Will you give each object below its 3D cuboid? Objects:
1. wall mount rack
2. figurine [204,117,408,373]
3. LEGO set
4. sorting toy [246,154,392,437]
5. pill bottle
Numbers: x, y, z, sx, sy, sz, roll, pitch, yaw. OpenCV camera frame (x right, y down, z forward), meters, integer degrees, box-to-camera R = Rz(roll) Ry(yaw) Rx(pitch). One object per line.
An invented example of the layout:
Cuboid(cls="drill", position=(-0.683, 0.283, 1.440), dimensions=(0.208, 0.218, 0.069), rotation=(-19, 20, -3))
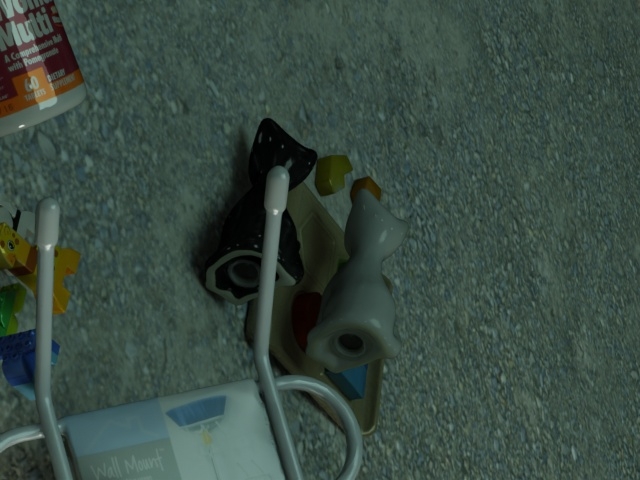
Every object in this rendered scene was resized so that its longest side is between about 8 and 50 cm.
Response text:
Cuboid(cls="wall mount rack", position=(-0.103, 0.115, 1.450), dimensions=(0.350, 0.130, 0.304), rotation=(-9, 76, -33))
Cuboid(cls="figurine", position=(0.000, 0.000, 1.890), dimensions=(0.215, 0.092, 0.209), rotation=(36, 42, -22))
Cuboid(cls="LEGO set", position=(-0.254, 0.043, 1.479), dimensions=(0.093, 0.087, 0.227), rotation=(47, 39, -42))
Cuboid(cls="sorting toy", position=(0.015, 0.029, 2.006), dimensions=(0.229, 0.041, 0.307), rotation=(46, 41, -43))
Cuboid(cls="pill bottle", position=(-0.278, -0.196, 1.499), dimensions=(0.121, 0.121, 0.221), rotation=(-40, 113, -58))
